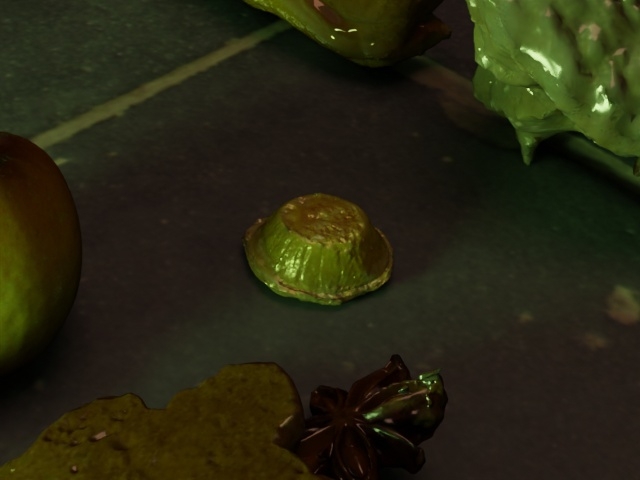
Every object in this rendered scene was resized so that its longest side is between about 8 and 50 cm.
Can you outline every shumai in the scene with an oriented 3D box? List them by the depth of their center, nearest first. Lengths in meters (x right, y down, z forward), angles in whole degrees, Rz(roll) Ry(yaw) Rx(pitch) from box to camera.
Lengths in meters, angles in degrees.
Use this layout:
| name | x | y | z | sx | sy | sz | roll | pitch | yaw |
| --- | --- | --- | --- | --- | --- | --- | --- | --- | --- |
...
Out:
| name | x | y | z | sx | sy | sz | roll | pitch | yaw |
| --- | --- | --- | --- | --- | --- | --- | --- | --- | --- |
| shumai | 0.213 | -0.192 | 1.038 | 0.267 | 0.262 | 0.314 | -42 | 92 | -6 |

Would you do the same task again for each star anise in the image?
| name | x | y | z | sx | sy | sz | roll | pitch | yaw |
| --- | --- | --- | --- | --- | --- | --- | --- | --- | --- |
| star anise | 0.016 | 0.136 | 0.769 | 0.097 | 0.070 | 0.191 | -6 | 33 | 29 |

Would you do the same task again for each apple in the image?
| name | x | y | z | sx | sy | sz | roll | pitch | yaw |
| --- | --- | --- | --- | --- | --- | --- | --- | --- | --- |
| apple | -0.212 | 0.001 | 0.832 | 0.146 | 0.147 | 0.163 | 6 | 37 | -3 |

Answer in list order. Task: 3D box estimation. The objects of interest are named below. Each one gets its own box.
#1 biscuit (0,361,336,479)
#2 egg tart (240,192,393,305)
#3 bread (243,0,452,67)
| name | x | y | z | sx | sy | sz | roll | pitch | yaw |
| --- | --- | --- | --- | --- | --- | --- | --- | --- | --- |
| biscuit | -0.099 | 0.166 | 0.707 | 0.208 | 0.041 | 0.290 | 15 | 45 | 31 |
| egg tart | 0.000 | 0.000 | 0.951 | 0.105 | 0.039 | 0.105 | 4 | 37 | -3 |
| bread | -0.038 | -0.270 | 1.227 | 0.380 | 0.109 | 0.185 | 32 | 37 | 25 |
